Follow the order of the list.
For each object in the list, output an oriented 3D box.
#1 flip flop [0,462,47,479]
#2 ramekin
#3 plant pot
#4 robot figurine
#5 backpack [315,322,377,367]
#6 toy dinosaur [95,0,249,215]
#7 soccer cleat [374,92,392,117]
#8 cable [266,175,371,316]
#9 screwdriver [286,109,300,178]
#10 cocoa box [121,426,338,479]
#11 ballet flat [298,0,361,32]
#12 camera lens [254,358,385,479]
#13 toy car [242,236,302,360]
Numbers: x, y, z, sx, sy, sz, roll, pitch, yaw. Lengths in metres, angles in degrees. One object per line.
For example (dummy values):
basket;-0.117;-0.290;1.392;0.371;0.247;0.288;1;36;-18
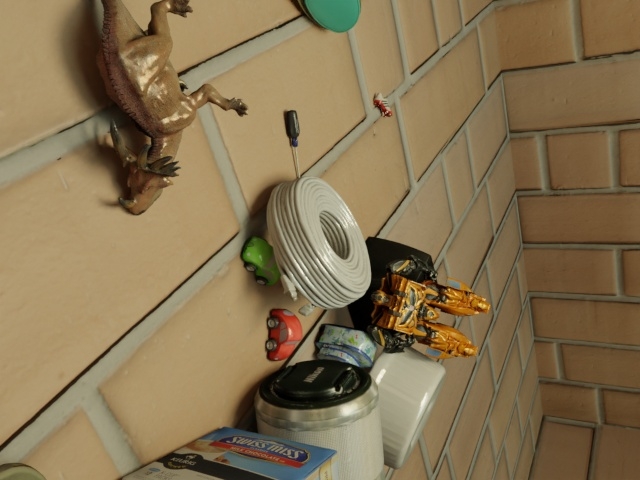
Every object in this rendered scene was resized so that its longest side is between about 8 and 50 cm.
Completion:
flip flop;-0.316;0.370;0.667;0.112;0.080;0.277;-33;118;-55
ramekin;0.172;0.369;1.344;0.277;0.135;0.277;-51;155;-34
plant pot;0.176;0.116;1.410;0.188;0.166;0.188;-51;132;-45
robot figurine;0.228;0.152;1.273;0.290;0.085;0.211;19;86;-34
backpack;0.056;0.233;1.259;0.105;0.114;0.084;55;45;-45
toy dinosaur;-0.230;-0.192;0.774;0.200;0.127;0.296;-49;126;-38
soccer cleat;0.161;-0.340;1.512;0.083;0.029;0.036;33;67;-50
cable;0.000;0.000;1.108;0.257;0.089;0.257;-2;68;-64
screwdriver;-0.047;-0.169;1.171;0.025;0.024;0.170;-88;172;-75
cocoa box;-0.116;0.483;0.858;0.227;0.231;0.348;-8;98;-58
ballet flat;-0.027;-0.518;1.126;0.348;0.123;0.123;17;76;-60
camera lens;0.002;0.367;1.068;0.219;0.219;0.275;-21;109;-57
toy car;-0.068;0.078;1.107;0.225;0.053;0.239;57;44;-43
